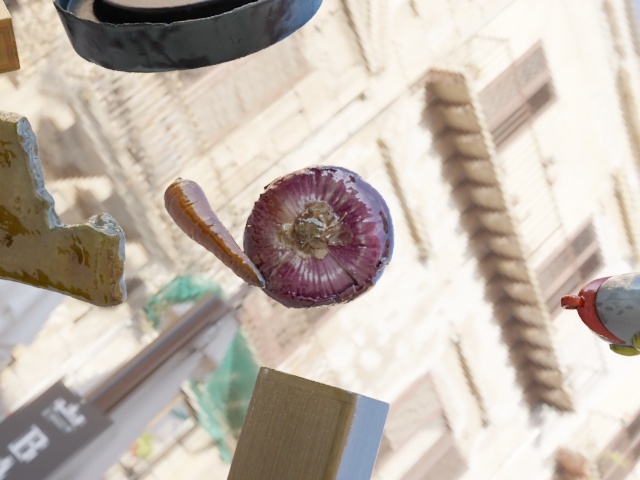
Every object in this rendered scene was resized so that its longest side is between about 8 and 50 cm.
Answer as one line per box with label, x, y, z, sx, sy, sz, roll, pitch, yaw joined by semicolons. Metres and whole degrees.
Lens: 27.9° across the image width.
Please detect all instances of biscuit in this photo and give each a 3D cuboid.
biscuit;-0.263;-0.027;1.241;0.183;0.039;0.174;16;-70;21

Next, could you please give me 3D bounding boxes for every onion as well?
onion;0.000;0.000;1.939;0.230;0.230;0.163;42;-2;13

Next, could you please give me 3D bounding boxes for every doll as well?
doll;0.465;0.105;1.665;0.336;0.105;0.200;11;-16;-16

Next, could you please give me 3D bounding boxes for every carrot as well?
carrot;-0.146;-0.005;1.732;0.257;0.061;0.061;50;-20;41

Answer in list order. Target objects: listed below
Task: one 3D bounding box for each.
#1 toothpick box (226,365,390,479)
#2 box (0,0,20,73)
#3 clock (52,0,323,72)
toothpick box;-0.035;0.339;1.708;0.187;0.308;0.190;13;-7;27
box;-0.491;-0.283;1.595;0.274;0.174;0.076;-126;-153;-48
clock;-0.150;-0.299;1.513;0.325;0.325;0.067;24;-43;40
